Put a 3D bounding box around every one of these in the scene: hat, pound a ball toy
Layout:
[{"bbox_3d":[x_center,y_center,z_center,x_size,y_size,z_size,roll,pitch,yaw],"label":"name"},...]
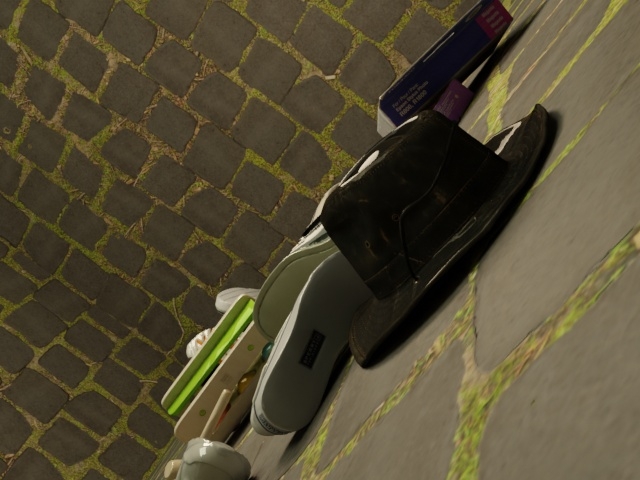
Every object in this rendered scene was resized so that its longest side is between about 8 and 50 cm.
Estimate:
[{"bbox_3d":[0.083,-0.036,0.813,0.331,0.134,0.331,-54,3,5],"label":"hat"},{"bbox_3d":[-0.158,0.284,1.435,0.319,0.136,0.208,-54,28,0],"label":"pound a ball toy"}]

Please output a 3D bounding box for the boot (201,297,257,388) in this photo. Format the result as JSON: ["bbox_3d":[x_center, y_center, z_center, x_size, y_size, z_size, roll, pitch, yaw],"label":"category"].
[{"bbox_3d":[-0.188,0.266,1.826,0.260,0.131,0.348,-56,3,-35],"label":"boot"}]

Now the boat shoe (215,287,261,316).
[{"bbox_3d":[-0.169,0.198,2.117,0.335,0.121,0.119,4,-74,-60],"label":"boat shoe"}]

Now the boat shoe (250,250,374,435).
[{"bbox_3d":[-0.013,0.118,0.950,0.258,0.095,0.084,-55,6,-32],"label":"boat shoe"}]

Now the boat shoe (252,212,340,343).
[{"bbox_3d":[0.039,0.010,1.077,0.340,0.127,0.113,-51,2,23],"label":"boat shoe"}]

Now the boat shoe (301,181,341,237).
[{"bbox_3d":[0.000,0.000,1.878,0.158,0.127,0.340,-42,11,42],"label":"boat shoe"}]

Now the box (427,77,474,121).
[{"bbox_3d":[0.183,-0.172,1.607,0.201,0.057,0.293,-55,2,-41],"label":"box"}]

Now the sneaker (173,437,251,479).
[{"bbox_3d":[-0.156,0.336,0.987,0.115,0.090,0.232,-67,2,-47],"label":"sneaker"}]

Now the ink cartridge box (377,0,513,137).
[{"bbox_3d":[0.254,-0.347,1.642,0.324,0.071,0.330,-44,-3,1],"label":"ink cartridge box"}]

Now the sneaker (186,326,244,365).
[{"bbox_3d":[-0.164,0.227,1.594,0.083,0.215,0.084,110,152,-44],"label":"sneaker"}]
